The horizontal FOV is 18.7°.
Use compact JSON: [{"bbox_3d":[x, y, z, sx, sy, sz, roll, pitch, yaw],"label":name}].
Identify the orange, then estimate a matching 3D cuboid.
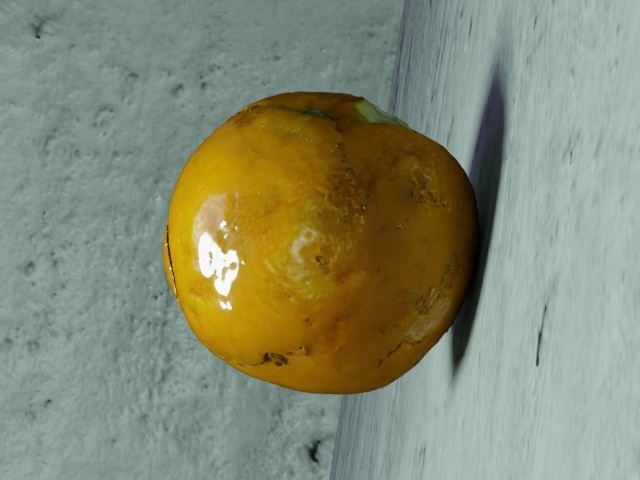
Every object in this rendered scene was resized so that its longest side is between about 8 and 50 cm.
[{"bbox_3d":[0.000,0.000,1.470,0.240,0.240,0.240,-171,90,-88],"label":"orange"}]
